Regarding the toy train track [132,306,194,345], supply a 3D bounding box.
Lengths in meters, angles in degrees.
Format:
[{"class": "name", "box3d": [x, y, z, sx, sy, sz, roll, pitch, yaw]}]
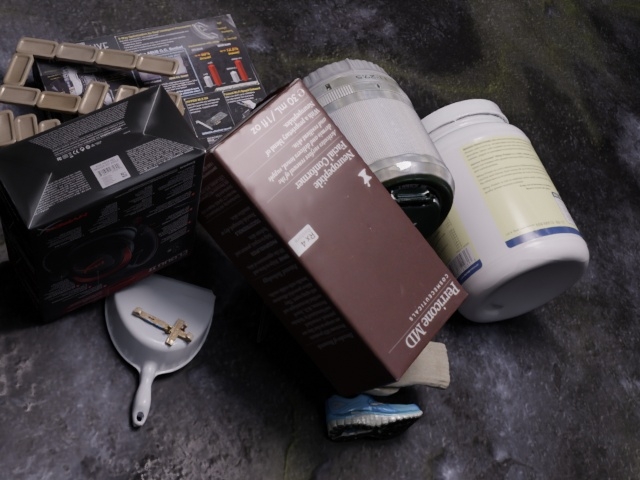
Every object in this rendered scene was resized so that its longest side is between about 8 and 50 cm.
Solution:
[{"class": "toy train track", "box3d": [-0.200, 0.106, 1.327, 0.083, 0.014, 0.048, 27, 38, -4]}]

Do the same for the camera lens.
[{"class": "camera lens", "box3d": [0.071, -0.123, 1.642, 0.219, 0.219, 0.274, 5, 46, -35]}]

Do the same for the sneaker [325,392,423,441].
[{"class": "sneaker", "box3d": [0.076, 0.239, 1.473, 0.162, 0.063, 0.073, 6, 50, -35]}]

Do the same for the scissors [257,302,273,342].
[{"class": "scissors", "box3d": [-0.067, 0.036, 1.567, 0.109, 0.021, 0.297, 42, 42, -5]}]

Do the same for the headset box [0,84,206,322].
[{"class": "headset box", "box3d": [-0.266, -0.030, 1.252, 0.218, 0.293, 0.110, -27, 71, -21]}]

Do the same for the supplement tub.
[{"class": "supplement tub", "box3d": [0.281, -0.051, 1.745, 0.235, 0.235, 0.325, 0, 57, -38]}]

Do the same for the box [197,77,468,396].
[{"class": "box", "box3d": [0.000, 0.000, 1.375, 0.381, 0.143, 0.191, 51, 54, -10]}]

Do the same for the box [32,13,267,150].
[{"class": "box", "box3d": [-0.237, -0.192, 1.497, 0.307, 0.076, 0.242, -15, 64, -19]}]

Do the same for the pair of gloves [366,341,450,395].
[{"class": "pair of gloves", "box3d": [0.082, 0.113, 1.519, 0.204, 0.042, 0.240, 3, 62, -33]}]

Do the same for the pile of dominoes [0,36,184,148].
[{"class": "pile of dominoes", "box3d": [-0.319, -0.179, 1.420, 0.251, 0.040, 0.196, 9, 59, 6]}]

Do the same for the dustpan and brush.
[{"class": "dustpan and brush", "box3d": [-0.218, 0.141, 1.340, 0.147, 0.060, 0.211, 17, 40, -16]}]
